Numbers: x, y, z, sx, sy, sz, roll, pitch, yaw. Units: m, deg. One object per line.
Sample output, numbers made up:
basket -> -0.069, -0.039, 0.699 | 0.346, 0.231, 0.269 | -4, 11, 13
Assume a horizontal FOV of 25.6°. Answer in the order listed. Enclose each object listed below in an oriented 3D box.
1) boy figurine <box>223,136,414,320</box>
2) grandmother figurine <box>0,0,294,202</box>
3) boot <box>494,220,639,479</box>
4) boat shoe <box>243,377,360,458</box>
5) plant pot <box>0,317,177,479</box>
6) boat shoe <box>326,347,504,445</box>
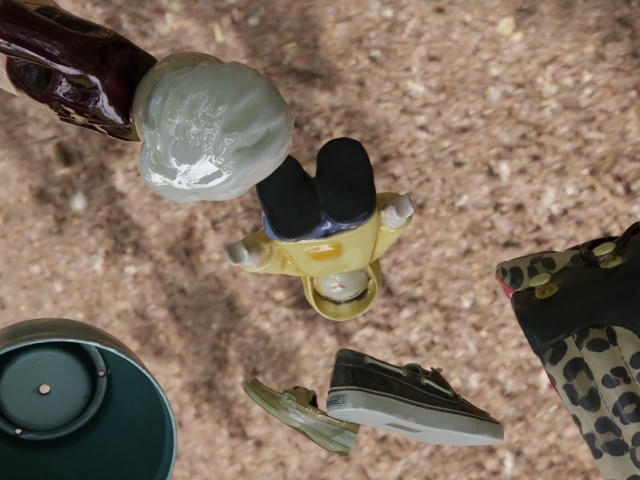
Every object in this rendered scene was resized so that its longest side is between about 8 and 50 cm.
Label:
boy figurine -> 0.000, 0.000, 1.305 | 0.285, 0.177, 0.092 | 80, 176, -69
grandmother figurine -> -0.166, -0.117, 0.877 | 0.342, 0.208, 0.104 | 25, 95, 27
boot -> 0.236, -0.028, 0.820 | 0.284, 0.138, 0.377 | -27, 72, 7
boat shoe -> -0.018, 0.176, 1.472 | 0.135, 0.050, 0.045 | 30, 87, 17
plant pot -> -0.334, 0.215, 1.724 | 0.196, 0.293, 0.293 | -126, 32, -65
boat shoe -> 0.101, 0.156, 1.386 | 0.077, 0.219, 0.070 | -16, 62, 47
